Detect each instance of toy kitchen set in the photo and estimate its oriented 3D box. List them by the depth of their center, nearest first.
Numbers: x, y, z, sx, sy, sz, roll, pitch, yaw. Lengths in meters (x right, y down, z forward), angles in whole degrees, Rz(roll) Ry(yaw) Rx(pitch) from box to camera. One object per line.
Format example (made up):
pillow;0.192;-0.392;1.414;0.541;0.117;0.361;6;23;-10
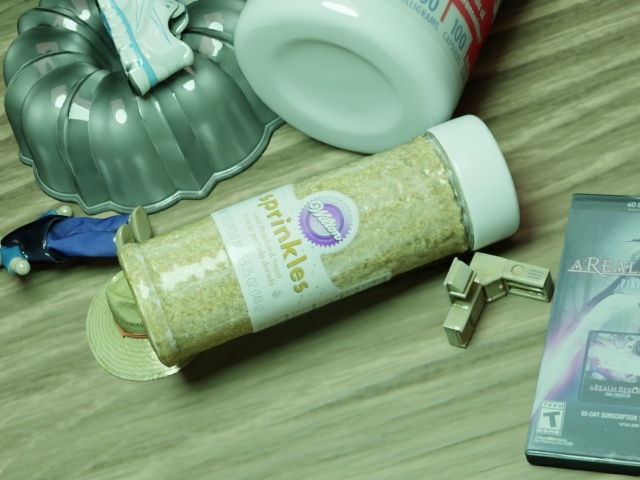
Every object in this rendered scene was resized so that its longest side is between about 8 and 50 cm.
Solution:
toy kitchen set;0.156;0.050;1.365;0.075;0.068;0.083;13;61;25

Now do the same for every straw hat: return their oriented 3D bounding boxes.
straw hat;-0.174;0.060;1.468;0.144;0.061;0.145;-9;53;11

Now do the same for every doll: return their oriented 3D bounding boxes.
doll;-0.271;0.002;1.538;0.189;0.046;0.129;-4;28;23

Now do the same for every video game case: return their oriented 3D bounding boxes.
video game case;0.297;0.078;1.329;0.196;0.026;0.274;3;57;20

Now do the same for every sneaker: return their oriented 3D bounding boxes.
sneaker;-0.178;-0.228;1.524;0.082;0.071;0.191;-22;60;-7

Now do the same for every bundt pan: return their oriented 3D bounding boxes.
bundt pan;-0.194;-0.193;1.618;0.330;0.124;0.331;-9;52;12

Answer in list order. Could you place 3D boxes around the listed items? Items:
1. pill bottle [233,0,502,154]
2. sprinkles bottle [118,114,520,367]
pill bottle;0.089;-0.307;1.542;0.229;0.229;0.408;11;60;24
sprinkles bottle;0.000;0.000;1.393;0.355;0.121;0.121;-21;51;-7
